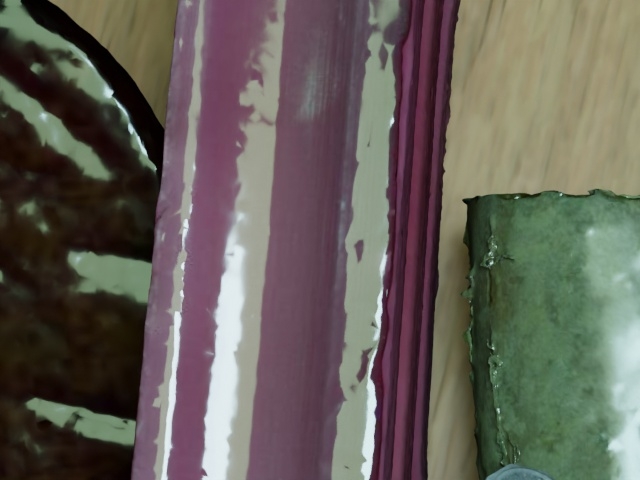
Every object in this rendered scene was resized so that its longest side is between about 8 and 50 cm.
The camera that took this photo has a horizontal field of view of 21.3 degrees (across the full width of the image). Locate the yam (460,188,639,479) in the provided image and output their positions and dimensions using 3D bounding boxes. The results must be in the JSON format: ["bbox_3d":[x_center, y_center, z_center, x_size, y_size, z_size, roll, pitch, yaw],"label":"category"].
[{"bbox_3d":[0.160,0.118,0.885,0.168,0.168,0.304,-5,77,5],"label":"yam"}]

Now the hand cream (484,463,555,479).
[{"bbox_3d":[0.056,0.218,0.841,0.059,0.276,0.095,-9,46,-34],"label":"hand cream"}]

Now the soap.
[{"bbox_3d":[0.000,0.000,0.889,0.128,0.233,0.359,3,79,10],"label":"soap"}]

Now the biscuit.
[{"bbox_3d":[-0.264,0.028,0.939,0.407,0.091,0.407,0,96,4],"label":"biscuit"}]
